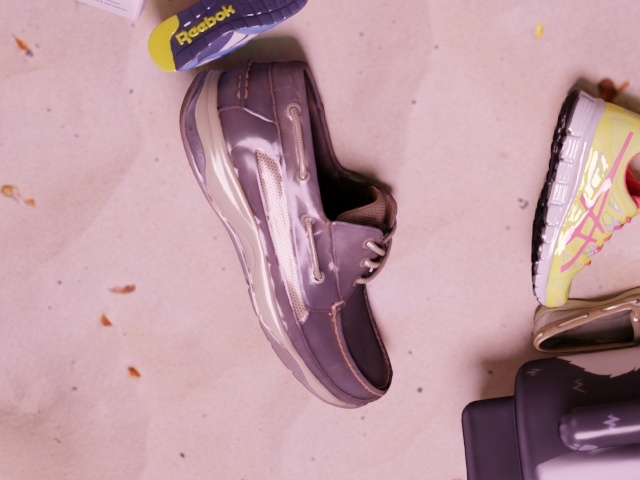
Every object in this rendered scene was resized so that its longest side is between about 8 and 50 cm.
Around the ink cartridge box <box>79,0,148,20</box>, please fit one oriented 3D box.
[{"bbox_3d":[-0.146,-0.261,1.302,0.056,0.099,0.135,19,123,-3],"label":"ink cartridge box"}]

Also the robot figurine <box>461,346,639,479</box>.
[{"bbox_3d":[0.271,0.181,1.473,0.278,0.209,0.173,-8,114,11],"label":"robot figurine"}]

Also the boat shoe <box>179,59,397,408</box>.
[{"bbox_3d":[0.000,0.000,1.432,0.130,0.132,0.355,-16,120,18],"label":"boat shoe"}]

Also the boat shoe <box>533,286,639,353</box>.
[{"bbox_3d":[0.272,0.078,1.491,0.153,0.048,0.056,-3,122,11],"label":"boat shoe"}]

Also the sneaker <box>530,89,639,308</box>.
[{"bbox_3d":[0.237,-0.025,1.411,0.094,0.081,0.208,10,123,-1],"label":"sneaker"}]

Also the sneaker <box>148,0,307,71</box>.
[{"bbox_3d":[-0.076,-0.187,1.372,0.144,0.059,0.053,-24,85,5],"label":"sneaker"}]
